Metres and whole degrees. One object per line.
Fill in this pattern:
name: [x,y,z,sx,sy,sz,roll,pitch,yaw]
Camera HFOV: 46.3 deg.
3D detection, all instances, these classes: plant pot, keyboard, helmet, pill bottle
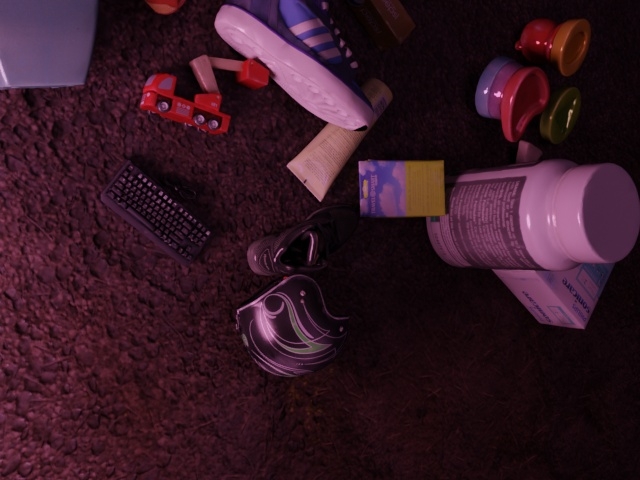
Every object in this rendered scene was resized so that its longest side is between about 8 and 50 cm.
plant pot: [-0.385,-0.319,0.983,0.165,0.165,0.234,-11,103,-35]
keyboard: [-0.243,-0.053,1.166,0.180,0.023,0.108,43,67,-28]
helmet: [-0.042,0.143,1.225,0.169,0.169,0.162,-36,95,-30]
pill bottle: [0.387,-0.045,1.403,0.204,0.361,0.204,0,90,-34]

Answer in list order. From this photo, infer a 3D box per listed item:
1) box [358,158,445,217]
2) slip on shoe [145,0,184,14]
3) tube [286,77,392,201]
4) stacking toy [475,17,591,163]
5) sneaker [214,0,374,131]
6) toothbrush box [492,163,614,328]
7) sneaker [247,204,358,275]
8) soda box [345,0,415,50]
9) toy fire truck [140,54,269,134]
box: [0.148,-0.097,1.410,0.178,0.042,0.109,-2,90,-20]
slip on shoe: [-0.174,-0.471,1.172,0.331,0.123,0.101,-53,152,-29]
tube: [0.039,-0.190,1.347,0.070,0.062,0.240,32,72,15]
stacking toy: [0.447,-0.318,1.632,0.309,0.130,0.280,-41,139,-25]
sneaker: [0.005,-0.363,1.257,0.322,0.130,0.236,34,77,-18]
toothbrush box: [0.537,0.012,1.655,0.216,0.126,0.296,45,68,-27]
sneaker: [0.000,0.000,1.274,0.227,0.130,0.087,-22,104,-35]
soda box: [0.095,-0.442,1.377,0.181,0.061,0.058,48,64,-25]
toy fire truck: [-0.183,-0.243,1.192,0.192,0.047,0.135,16,81,-33]
